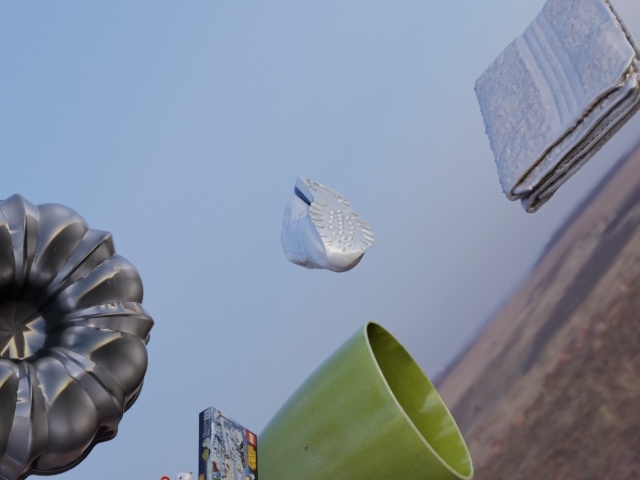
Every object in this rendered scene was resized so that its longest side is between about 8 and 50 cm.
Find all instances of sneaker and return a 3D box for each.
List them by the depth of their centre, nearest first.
[{"bbox_3d":[0.000,0.000,1.499,0.095,0.090,0.235,-60,16,13],"label":"sneaker"}]

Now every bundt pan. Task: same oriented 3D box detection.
[{"bbox_3d":[-0.331,0.095,1.323,0.331,0.331,0.124,-45,5,-28],"label":"bundt pan"}]

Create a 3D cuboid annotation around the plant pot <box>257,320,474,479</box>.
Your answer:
[{"bbox_3d":[0.030,0.314,1.808,0.293,0.275,0.275,-35,-5,11],"label":"plant pot"}]

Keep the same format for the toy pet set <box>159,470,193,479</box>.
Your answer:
[{"bbox_3d":[-0.146,0.314,1.329,0.065,0.114,0.122,107,-175,-52],"label":"toy pet set"}]

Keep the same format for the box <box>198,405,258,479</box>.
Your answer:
[{"bbox_3d":[-0.122,0.298,1.612,0.027,0.094,0.137,-32,39,25],"label":"box"}]

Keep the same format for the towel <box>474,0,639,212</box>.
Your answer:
[{"bbox_3d":[0.242,-0.164,1.262,0.187,0.049,0.282,-47,23,23],"label":"towel"}]
